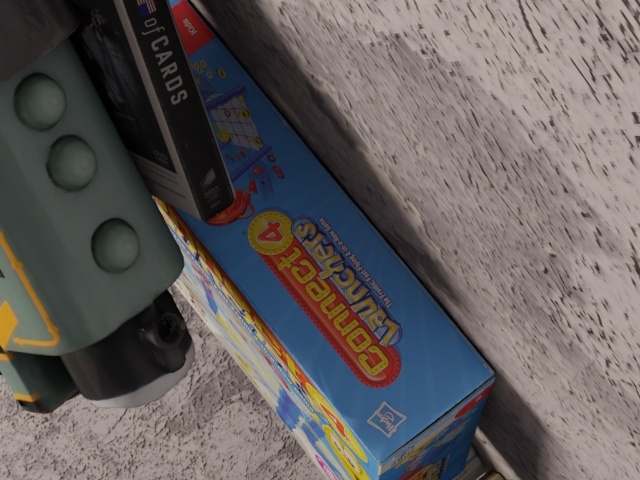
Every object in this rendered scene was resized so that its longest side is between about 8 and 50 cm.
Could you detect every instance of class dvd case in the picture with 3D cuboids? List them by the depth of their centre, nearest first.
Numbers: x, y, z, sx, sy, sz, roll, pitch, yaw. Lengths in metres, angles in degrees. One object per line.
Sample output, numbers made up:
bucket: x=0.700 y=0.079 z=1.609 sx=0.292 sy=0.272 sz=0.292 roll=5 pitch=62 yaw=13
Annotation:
dvd case: x=-0.136 y=-0.137 z=0.946 sx=0.179 sy=0.030 sz=0.238 roll=26 pitch=143 yaw=48

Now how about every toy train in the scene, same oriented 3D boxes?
toy train: x=-0.185 y=-0.047 z=0.962 sx=0.190 sy=0.142 sz=0.334 roll=3 pitch=124 yaw=49

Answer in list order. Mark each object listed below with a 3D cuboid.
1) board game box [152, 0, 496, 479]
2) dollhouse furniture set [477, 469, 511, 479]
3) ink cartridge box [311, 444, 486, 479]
board game box: x=-0.024 y=0.031 z=1.168 sx=0.308 sy=0.086 sz=0.302 roll=51 pitch=170 yaw=14
dollhouse furniture set: x=0.138 y=0.313 z=1.397 sx=0.212 sy=0.161 sz=0.242 roll=52 pitch=175 yaw=0
ink cartridge box: x=0.043 y=0.146 z=1.380 sx=0.062 sy=0.109 sz=0.209 roll=47 pitch=173 yaw=41
